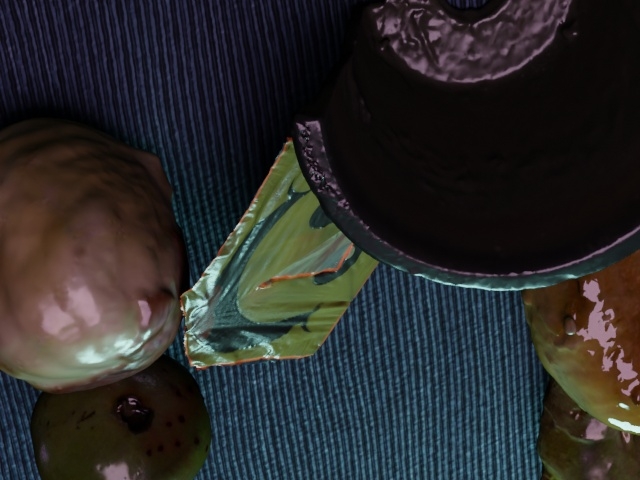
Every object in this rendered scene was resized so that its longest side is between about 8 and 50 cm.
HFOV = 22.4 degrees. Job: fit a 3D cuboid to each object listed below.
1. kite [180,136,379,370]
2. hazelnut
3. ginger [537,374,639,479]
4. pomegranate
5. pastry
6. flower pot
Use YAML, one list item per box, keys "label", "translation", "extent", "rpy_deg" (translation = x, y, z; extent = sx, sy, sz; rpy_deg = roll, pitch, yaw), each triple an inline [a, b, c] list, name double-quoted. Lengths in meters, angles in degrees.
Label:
- label: "kite"
  translation: [0.002, 0.001, 1.517]
  extent: [0.327, 0.013, 0.377]
  rpy_deg: [-33, 150, -20]
- label: "hazelnut"
  translation: [-0.227, 0.010, 1.481]
  extent: [0.241, 0.261, 0.261]
  rpy_deg: [-43, 119, -9]
- label: "ginger"
  translation: [0.289, 0.214, 1.713]
  extent: [0.116, 0.109, 0.263]
  rpy_deg: [7, 125, 24]
- label: "pomegranate"
  translation: [-0.211, 0.206, 1.618]
  extent: [0.179, 0.179, 0.210]
  rpy_deg: [25, 127, -20]
- label: "pastry"
  translation: [0.313, 0.024, 1.542]
  extent: [0.284, 0.184, 0.315]
  rpy_deg: [2, 93, -22]
- label: "flower pot"
  translation: [0.159, -0.171, 1.379]
  extent: [0.379, 0.251, 0.379]
  rpy_deg: [-3, 119, -5]
